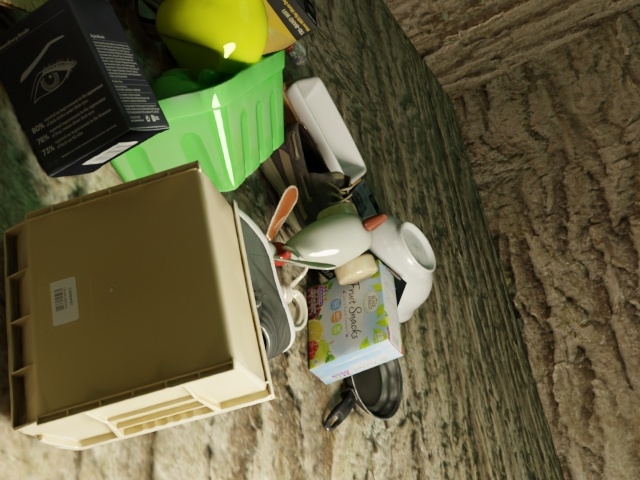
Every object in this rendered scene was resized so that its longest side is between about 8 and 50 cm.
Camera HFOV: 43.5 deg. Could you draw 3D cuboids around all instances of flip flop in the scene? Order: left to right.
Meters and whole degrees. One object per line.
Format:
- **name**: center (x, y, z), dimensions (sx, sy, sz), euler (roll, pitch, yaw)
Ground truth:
- **flip flop**: center (-0.273, -0.391, 1.473), dimensions (0.277, 0.080, 0.112), euler (34, 14, -18)

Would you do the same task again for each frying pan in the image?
- **frying pan**: center (0.091, 0.319, 1.639), dimensions (0.197, 0.053, 0.326), euler (54, 37, -24)

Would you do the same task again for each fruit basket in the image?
- **fruit basket**: center (-0.200, -0.280, 1.290), dimensions (0.392, 0.283, 0.391), euler (-10, 90, -73)

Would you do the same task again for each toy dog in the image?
- **toy dog**: center (0.000, 0.000, 1.475), dimensions (0.220, 0.161, 0.334), euler (53, 42, 3)

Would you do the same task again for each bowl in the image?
- **bowl**: center (0.192, 0.044, 1.998), dimensions (0.298, 0.134, 0.297), euler (38, 33, -31)

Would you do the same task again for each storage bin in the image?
- **storage bin**: center (-0.215, 0.078, 0.923), dimensions (0.123, 0.261, 0.262), euler (61, 14, -63)

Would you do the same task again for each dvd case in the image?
- **dvd case**: center (0.147, -0.043, 2.198), dimensions (0.253, 0.022, 0.180), euler (61, 23, -11)

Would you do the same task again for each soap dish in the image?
- **soap dish**: center (-0.017, -0.240, 1.902), dimensions (0.290, 0.118, 0.229), euler (63, 22, -7)

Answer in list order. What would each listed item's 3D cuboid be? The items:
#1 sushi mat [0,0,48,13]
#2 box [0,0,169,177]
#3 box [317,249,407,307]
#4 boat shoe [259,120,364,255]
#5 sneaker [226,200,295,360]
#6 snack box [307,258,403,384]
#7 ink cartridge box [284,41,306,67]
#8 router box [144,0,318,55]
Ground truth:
- **sushi mat**: center (-0.473, -0.436, 1.125), dimensions (0.316, 0.019, 0.151), euler (61, 21, 18)
- **box**: center (-0.331, -0.211, 1.098), dimensions (0.207, 0.153, 0.108), euler (66, 21, 0)
- **box**: center (0.085, 0.072, 1.796), dimensions (0.220, 0.051, 0.175), euler (41, 24, -2)
- **boat shoe**: center (-0.005, -0.098, 1.687), dimensions (0.355, 0.130, 0.132), euler (57, 29, 8)
- **sneaker**: center (-0.134, 0.073, 1.307), dimensions (0.295, 0.105, 0.147), euler (66, 16, -8)
- **snack box**: center (0.064, 0.158, 1.580), dimensions (0.070, 0.175, 0.207), euler (48, 28, -39)
- **ink cartridge box**: center (-0.081, -0.534, 2.191), dimensions (0.115, 0.029, 0.062), euler (45, 29, -42)
- **router box**: center (-0.189, -0.487, 1.603), dimensions (0.309, 0.243, 0.081), euler (42, 31, -44)
